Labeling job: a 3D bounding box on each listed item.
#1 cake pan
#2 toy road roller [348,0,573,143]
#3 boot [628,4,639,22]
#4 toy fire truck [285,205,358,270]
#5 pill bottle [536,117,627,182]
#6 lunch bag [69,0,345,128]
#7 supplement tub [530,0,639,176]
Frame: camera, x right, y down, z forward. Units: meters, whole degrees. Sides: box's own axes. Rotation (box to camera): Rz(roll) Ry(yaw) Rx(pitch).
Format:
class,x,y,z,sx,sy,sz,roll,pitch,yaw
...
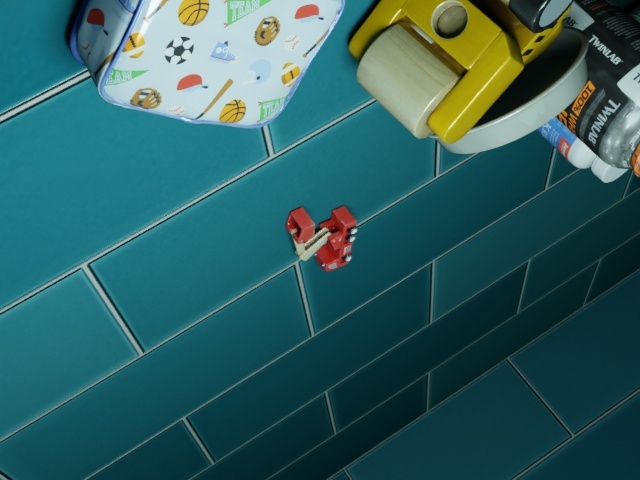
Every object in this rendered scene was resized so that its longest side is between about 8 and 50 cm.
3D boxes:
class,x,y,z,sx,sy,sz,roll,pitch,yaw
cake pan,0.289,-0.233,1.363,0.293,0.293,0.054,-36,113,-4
toy road roller,0.229,-0.305,1.267,0.329,0.202,0.240,-49,160,16
boot,0.618,-0.406,1.653,0.123,0.095,0.258,-6,140,-54
toy fire truck,0.000,0.000,1.596,0.135,0.047,0.192,-24,149,-23
pill bottle,0.501,-0.217,1.665,0.124,0.221,0.124,-27,149,-18
lunch bag,-0.121,-0.261,1.020,0.303,0.115,0.243,0,132,-47
supplement tub,0.493,-0.266,1.466,0.207,0.338,0.207,-27,149,-18
